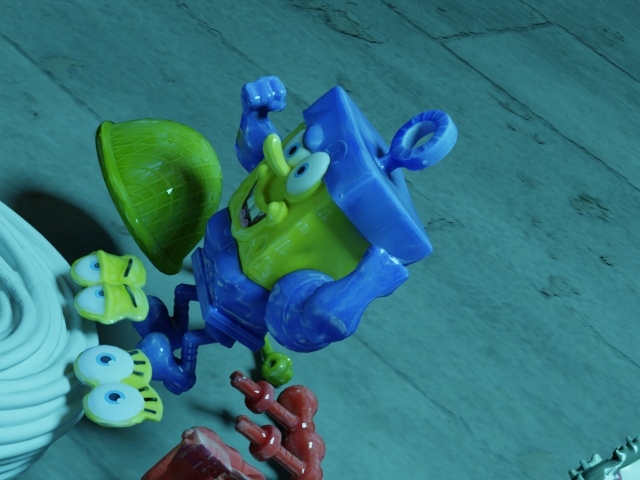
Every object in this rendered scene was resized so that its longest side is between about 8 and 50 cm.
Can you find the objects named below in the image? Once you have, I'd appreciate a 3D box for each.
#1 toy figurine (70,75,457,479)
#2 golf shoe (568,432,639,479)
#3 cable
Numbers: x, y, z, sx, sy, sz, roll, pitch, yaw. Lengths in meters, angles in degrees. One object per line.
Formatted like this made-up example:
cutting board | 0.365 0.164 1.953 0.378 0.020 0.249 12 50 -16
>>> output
toy figurine | 0.000 0.000 1.058 0.191 0.217 0.362 42 17 -27
golf shoe | 0.154 0.193 1.066 0.273 0.105 0.120 -16 63 -44
cable | -0.238 0.033 0.973 0.257 0.089 0.257 18 25 -37
